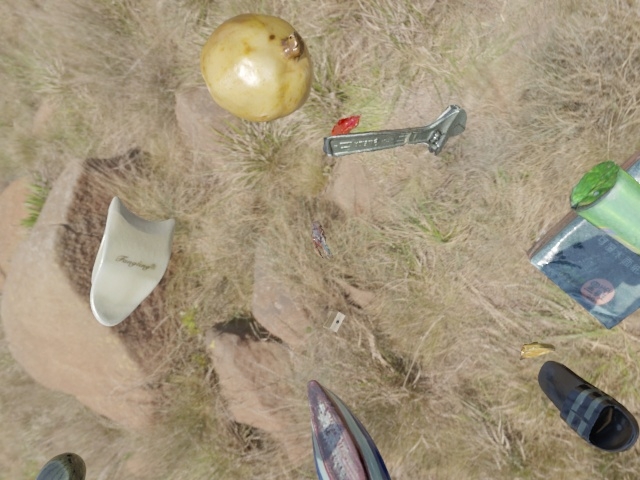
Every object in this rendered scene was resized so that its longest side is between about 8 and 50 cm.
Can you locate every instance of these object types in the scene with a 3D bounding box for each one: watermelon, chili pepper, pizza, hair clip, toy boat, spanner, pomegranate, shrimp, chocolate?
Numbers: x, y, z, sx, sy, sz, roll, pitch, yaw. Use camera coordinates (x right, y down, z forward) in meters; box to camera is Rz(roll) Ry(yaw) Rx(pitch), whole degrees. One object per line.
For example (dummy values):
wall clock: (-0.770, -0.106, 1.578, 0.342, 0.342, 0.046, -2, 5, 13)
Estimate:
watermelon: (-0.454, 0.425, 0.784, 0.078, 0.078, 0.111, 17, 78, 29)
chili pepper: (0.047, -0.215, 0.877, 0.178, 0.027, 0.045, -174, 77, -76)
pizza: (0.438, 0.228, 0.948, 0.078, 0.083, 0.025, 127, 142, -50)
hair clip: (-0.472, 0.059, 1.105, 0.113, 0.172, 0.282, 32, 94, 47)
toy boat: (0.026, 0.253, 0.548, 0.080, 0.046, 0.229, -30, 37, 0)
spanner: (0.136, -0.173, 0.748, 0.026, 0.325, 0.093, 44, 135, 37)
pomegranate: (-0.166, -0.443, 1.180, 0.307, 0.307, 0.308, 7, 103, 31)
shrimp: (-0.001, 0.004, 0.999, 0.038, 0.029, 0.093, -35, 66, 40)
chocolate: (0.587, -0.015, 0.803, 0.291, 0.110, 0.110, 35, 119, -7)

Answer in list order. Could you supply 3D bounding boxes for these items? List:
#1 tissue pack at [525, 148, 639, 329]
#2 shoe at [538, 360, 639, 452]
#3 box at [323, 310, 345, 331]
tissue pack: (0.624, -0.002, 0.930, 0.228, 0.103, 0.316, 41, 111, 1)
shoe: (0.364, 0.233, 0.655, 0.049, 0.179, 0.071, 16, 103, -14)
box: (0.037, 0.227, 1.270, 0.024, 0.083, 0.053, 31, 78, -7)
